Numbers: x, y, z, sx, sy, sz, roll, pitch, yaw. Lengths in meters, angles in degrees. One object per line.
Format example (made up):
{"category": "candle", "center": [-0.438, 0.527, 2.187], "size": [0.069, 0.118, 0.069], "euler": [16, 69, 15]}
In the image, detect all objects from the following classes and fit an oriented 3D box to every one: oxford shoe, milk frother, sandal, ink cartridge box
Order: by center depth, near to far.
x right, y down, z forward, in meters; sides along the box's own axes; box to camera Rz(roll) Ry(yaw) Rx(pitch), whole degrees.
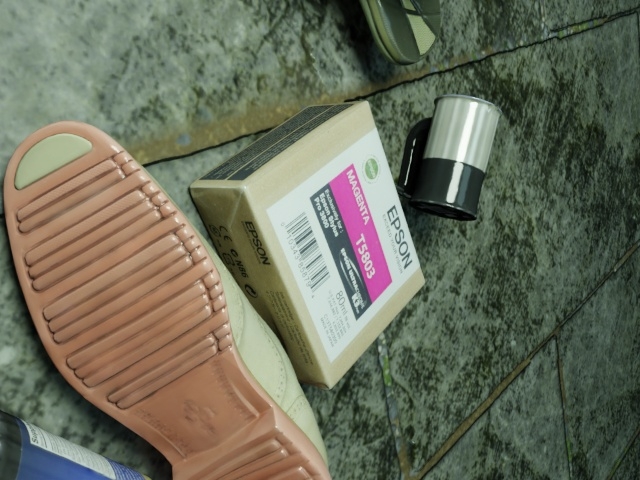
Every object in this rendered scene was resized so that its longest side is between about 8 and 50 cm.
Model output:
{"category": "oxford shoe", "center": [-0.117, 0.081, 0.552], "size": [0.146, 0.140, 0.397], "euler": [-94, 159, -73]}
{"category": "ink cartridge box", "center": [0.000, 0.000, 0.674], "size": [0.193, 0.088, 0.234], "euler": [-41, 121, -36]}
{"category": "sandal", "center": [0.046, -0.336, 0.698], "size": [0.120, 0.086, 0.302], "euler": [-24, 109, -29]}
{"category": "milk frother", "center": [0.128, -0.107, 0.773], "size": [0.143, 0.129, 0.134], "euler": [21, 81, -52]}

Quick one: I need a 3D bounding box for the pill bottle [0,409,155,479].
{"category": "pill bottle", "center": [-0.213, 0.185, 0.434], "size": [0.219, 0.123, 0.123], "euler": [45, 62, -39]}
